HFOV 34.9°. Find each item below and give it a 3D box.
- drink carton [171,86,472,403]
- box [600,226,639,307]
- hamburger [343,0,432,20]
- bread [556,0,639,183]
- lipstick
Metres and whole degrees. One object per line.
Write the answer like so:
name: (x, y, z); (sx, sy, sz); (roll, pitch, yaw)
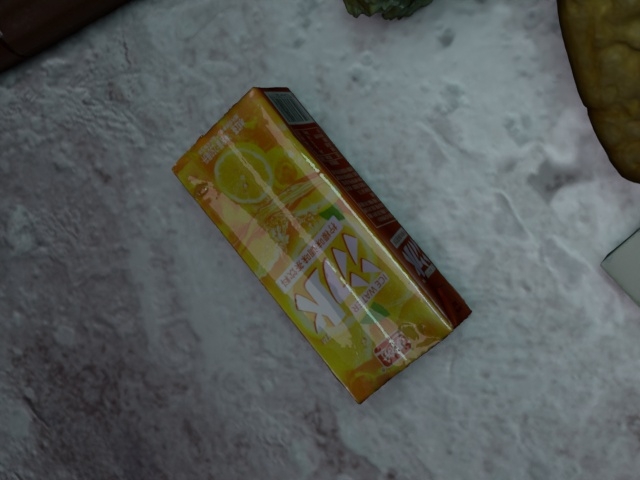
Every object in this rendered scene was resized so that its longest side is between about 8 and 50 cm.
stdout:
drink carton: (0.000, 0.000, 0.743); (0.096, 0.071, 0.223); (-42, 83, 19)
box: (0.275, 0.018, 0.655); (0.130, 0.051, 0.129); (-45, 81, 19)
hamburger: (0.100, -0.296, 0.639); (0.309, 0.132, 0.211); (-32, 88, 22)
bread: (0.266, -0.171, 0.466); (0.337, 0.148, 0.328); (3, 133, 39)
lipstick: (-0.204, -0.190, 0.801); (0.356, 0.057, 0.057); (-23, 88, 21)
